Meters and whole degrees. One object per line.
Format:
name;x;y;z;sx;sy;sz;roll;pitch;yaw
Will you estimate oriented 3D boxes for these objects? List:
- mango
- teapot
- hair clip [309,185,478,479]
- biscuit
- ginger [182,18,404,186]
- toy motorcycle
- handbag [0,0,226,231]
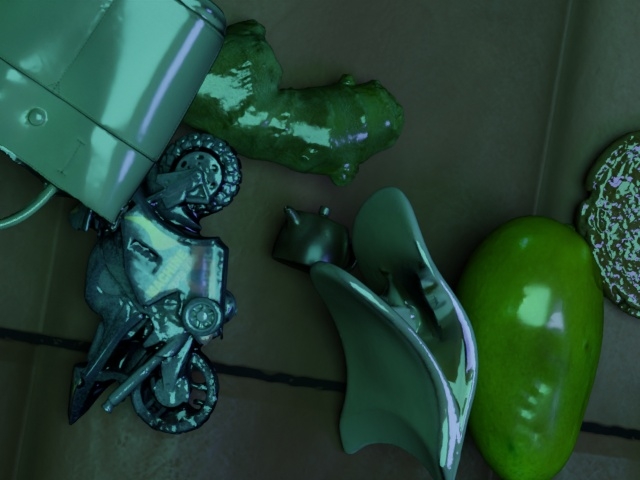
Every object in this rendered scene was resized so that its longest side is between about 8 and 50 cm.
mango;0.214;0.107;1.898;0.149;0.185;0.273;5;108;22
teapot;0.000;0.000;1.894;0.121;0.076;0.068;25;82;-41
hair clip;0.072;0.093;1.846;0.113;0.172;0.282;-33;117;-28
biscuit;0.378;-0.017;1.995;0.226;0.042;0.226;-1;94;-13
ginger;-0.056;-0.147;1.867;0.290;0.089;0.137;24;60;-8
toy motorcycle;-0.171;0.041;1.837;0.173;0.108;0.307;7;93;3
handbag;-0.251;-0.143;1.767;0.241;0.109;0.315;34;91;-2
